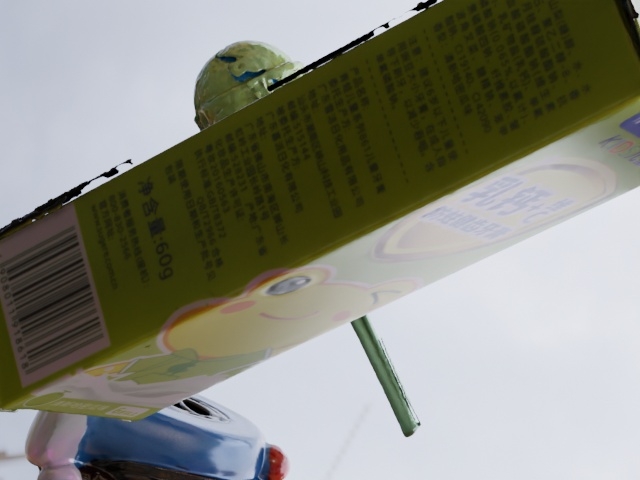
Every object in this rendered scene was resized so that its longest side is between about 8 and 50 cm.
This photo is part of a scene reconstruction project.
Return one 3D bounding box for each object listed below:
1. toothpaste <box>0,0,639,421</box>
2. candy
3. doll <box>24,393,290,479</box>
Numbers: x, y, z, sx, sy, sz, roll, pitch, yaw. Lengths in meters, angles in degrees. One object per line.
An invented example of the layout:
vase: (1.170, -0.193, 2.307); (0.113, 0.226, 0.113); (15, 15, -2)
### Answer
toothpaste: (0.004, -0.016, 0.773); (0.327, 0.110, 0.077); (-26, -111, 23)
candy: (0.000, 0.000, 1.425); (0.092, 0.093, 0.336); (-26, -92, 54)
doll: (-0.153, 0.268, 1.403); (0.240, 0.284, 0.310); (20, -86, 14)
